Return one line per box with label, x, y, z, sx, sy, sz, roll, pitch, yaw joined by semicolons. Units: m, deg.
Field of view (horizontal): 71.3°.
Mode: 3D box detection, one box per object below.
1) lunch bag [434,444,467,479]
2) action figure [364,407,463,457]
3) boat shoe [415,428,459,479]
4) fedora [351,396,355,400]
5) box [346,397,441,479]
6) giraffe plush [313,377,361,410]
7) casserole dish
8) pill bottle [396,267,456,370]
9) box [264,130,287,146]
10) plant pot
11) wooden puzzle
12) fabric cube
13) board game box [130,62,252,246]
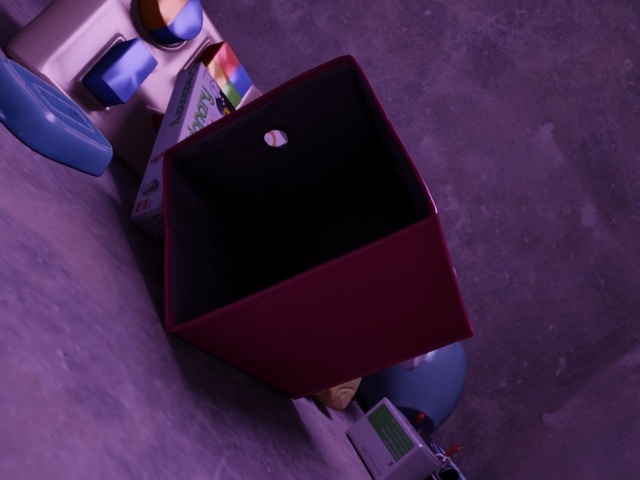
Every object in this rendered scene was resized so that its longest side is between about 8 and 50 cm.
lunch bag;0.312;0.581;0.994;0.176;0.090;0.219;50;-2;-9
action figure;0.199;0.412;0.934;0.091;0.139;0.280;50;-4;46
boat shoe;0.195;0.396;0.740;0.084;0.079;0.233;50;12;-8
fedora;0.032;0.251;0.967;0.194;0.079;0.194;51;-2;2
box;0.115;0.328;0.707;0.102;0.087;0.101;51;-3;-40
giraffe plush;0.004;0.152;0.755;0.171;0.210;0.181;13;-64;47
casserole dish;-0.290;-0.132;0.487;0.114;0.037;0.188;51;-3;1
pill bottle;0.058;0.085;0.935;0.392;0.224;0.224;22;-15;25
box;-0.259;-0.248;0.928;0.168;0.215;0.345;1;-39;40
plant pot;0.213;0.364;1.100;0.290;0.290;0.195;51;33;-23
wooden puzzle;-0.248;-0.271;0.740;0.081;0.322;0.348;3;-34;38
fabric cube;0.000;0.000;0.530;0.258;0.254;0.259;51;18;-50
board game box;-0.166;-0.099;0.676;0.193;0.053;0.305;52;29;-47
